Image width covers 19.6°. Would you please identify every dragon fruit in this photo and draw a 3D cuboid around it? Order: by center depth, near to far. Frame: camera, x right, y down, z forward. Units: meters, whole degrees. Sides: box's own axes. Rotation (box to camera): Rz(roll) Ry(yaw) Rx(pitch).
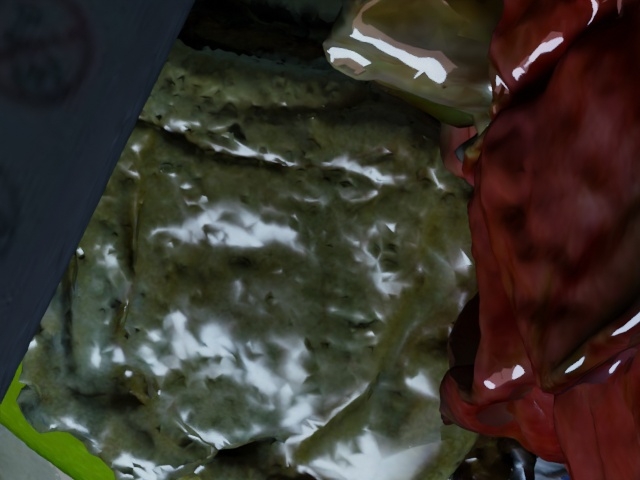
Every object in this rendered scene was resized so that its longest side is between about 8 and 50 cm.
[{"bbox_3d":[0.080,0.005,0.449,0.205,0.152,0.317,43,170,24],"label":"dragon fruit"}]

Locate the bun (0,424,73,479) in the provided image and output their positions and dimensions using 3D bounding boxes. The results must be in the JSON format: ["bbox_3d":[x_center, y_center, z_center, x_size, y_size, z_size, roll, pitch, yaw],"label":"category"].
[{"bbox_3d":[-0.139,0.093,1.142,0.173,0.113,0.166,9,-153,-2],"label":"bun"}]

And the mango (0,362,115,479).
[{"bbox_3d":[-0.067,0.051,0.867,0.343,0.156,0.192,26,154,9],"label":"mango"}]

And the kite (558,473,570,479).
[{"bbox_3d":[0.156,0.118,0.987,0.141,0.015,0.245,30,162,-6],"label":"kite"}]

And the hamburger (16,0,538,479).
[{"bbox_3d":[0.000,0.000,0.632,0.206,0.183,0.130,16,-158,12],"label":"hamburger"}]

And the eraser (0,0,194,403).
[{"bbox_3d":[-0.116,-0.077,0.432,0.174,0.227,0.081,26,166,-5],"label":"eraser"}]
